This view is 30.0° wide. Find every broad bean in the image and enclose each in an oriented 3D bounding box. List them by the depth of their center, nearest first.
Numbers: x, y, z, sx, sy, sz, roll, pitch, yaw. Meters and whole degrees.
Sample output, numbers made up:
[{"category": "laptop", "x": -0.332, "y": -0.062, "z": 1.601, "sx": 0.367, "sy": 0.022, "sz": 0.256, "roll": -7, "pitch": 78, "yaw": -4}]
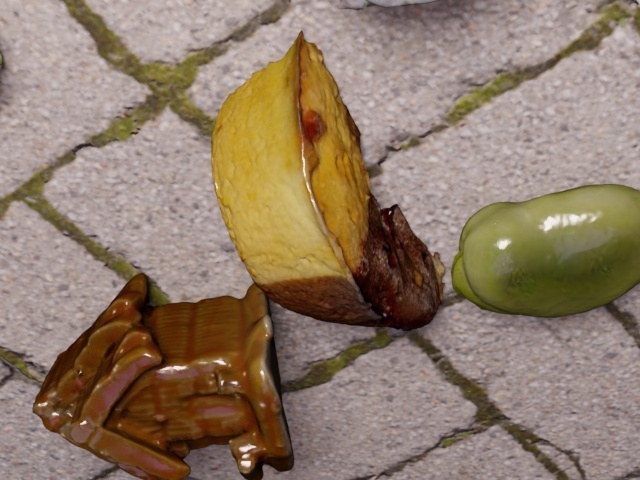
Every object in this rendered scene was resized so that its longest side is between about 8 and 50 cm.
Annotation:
[{"category": "broad bean", "x": 0.197, "y": 0.014, "z": 1.007, "sx": 0.175, "sy": 0.082, "sz": 0.124, "roll": -3, "pitch": 129, "yaw": 6}]

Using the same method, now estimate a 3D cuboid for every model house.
[{"category": "model house", "x": -0.141, "y": 0.141, "z": 1.061, "sx": 0.229, "sy": 0.199, "sz": 0.219, "roll": -7, "pitch": 119, "yaw": 2}]

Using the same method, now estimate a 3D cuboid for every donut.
[{"category": "donut", "x": 0.000, "y": 0.000, "z": 0.962, "sx": 0.112, "sy": 0.151, "sz": 0.295, "roll": -14, "pitch": 131, "yaw": 26}]

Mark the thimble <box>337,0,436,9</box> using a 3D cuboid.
[{"category": "thimble", "x": 0.053, "y": -0.232, "z": 0.769, "sx": 0.151, "sy": 0.118, "sz": 0.127, "roll": -20, "pitch": 128, "yaw": 17}]

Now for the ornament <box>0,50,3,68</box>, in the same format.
[{"category": "ornament", "x": -0.330, "y": -0.184, "z": 0.863, "sx": 0.180, "sy": 0.059, "sz": 0.201, "roll": 3, "pitch": 133, "yaw": 3}]
